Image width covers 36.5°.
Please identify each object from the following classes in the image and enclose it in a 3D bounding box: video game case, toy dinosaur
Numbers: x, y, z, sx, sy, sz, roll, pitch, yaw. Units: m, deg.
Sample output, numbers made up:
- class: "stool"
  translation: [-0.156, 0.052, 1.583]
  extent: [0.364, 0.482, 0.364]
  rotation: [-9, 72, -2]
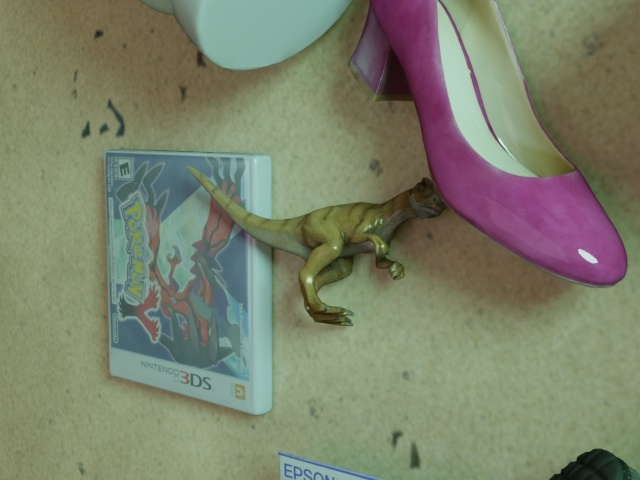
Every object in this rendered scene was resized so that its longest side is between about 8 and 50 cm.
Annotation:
- class: "video game case"
  translation: [-0.112, 0.028, 0.793]
  extent: [0.184, 0.023, 0.201]
  rotation: [6, 99, 40]
- class: "toy dinosaur"
  translation: [0.000, 0.000, 0.681]
  extent: [0.212, 0.064, 0.112]
  rotation: [-3, 75, 32]

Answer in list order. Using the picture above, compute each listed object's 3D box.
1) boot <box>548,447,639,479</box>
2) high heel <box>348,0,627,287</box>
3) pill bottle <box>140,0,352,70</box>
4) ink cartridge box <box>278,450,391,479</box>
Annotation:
- class: "boot"
  translation: [0.164, 0.243, 0.538]
  extent: [0.161, 0.083, 0.246]
  rotation: [24, 108, 4]
- class: "high heel"
  translation: [0.106, -0.087, 0.556]
  extent: [0.244, 0.082, 0.117]
  rotation: [57, 137, 36]
- class: "pill bottle"
  translation: [-0.097, -0.255, 0.656]
  extent: [0.278, 0.162, 0.162]
  rotation: [54, 125, 23]
- class: "ink cartridge box"
  translation: [0.059, 0.258, 0.659]
  extent: [0.206, 0.045, 0.208]
  rotation: [6, 99, 39]
